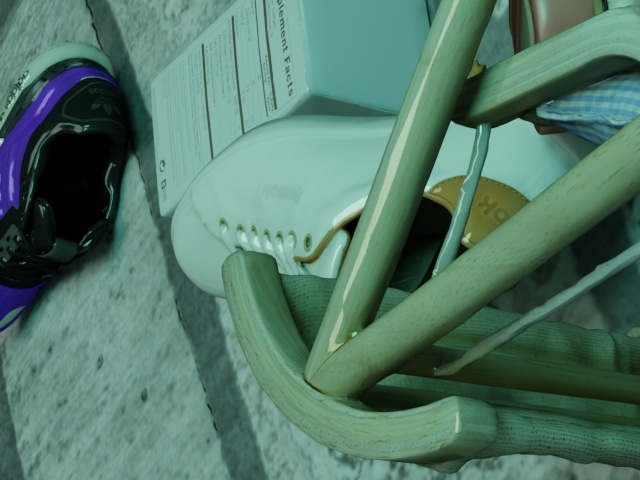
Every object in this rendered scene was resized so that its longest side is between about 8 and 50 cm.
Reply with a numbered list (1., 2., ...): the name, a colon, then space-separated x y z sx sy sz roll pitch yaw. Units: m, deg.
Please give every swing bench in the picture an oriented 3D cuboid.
1. swing bench: 0.142 -0.001 0.555 0.254 0.253 0.165 -58 40 29

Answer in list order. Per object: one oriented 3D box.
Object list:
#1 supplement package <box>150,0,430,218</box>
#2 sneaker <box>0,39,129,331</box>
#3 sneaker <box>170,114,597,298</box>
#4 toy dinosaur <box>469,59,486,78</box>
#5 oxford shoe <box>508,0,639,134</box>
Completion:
1. supplement package: -0.020 -0.089 0.943 0.179 0.105 0.105 -34 55 46
2. sneaker: -0.246 -0.015 1.252 0.293 0.102 0.146 -62 39 24
3. sneaker: 0.000 0.000 0.774 0.290 0.106 0.123 -14 29 46
4. toy dinosaur: 0.081 -0.030 0.819 0.112 0.064 0.211 34 109 52
5. oxford shoe: 0.153 -0.193 0.745 0.123 0.130 0.348 78 -171 -54
